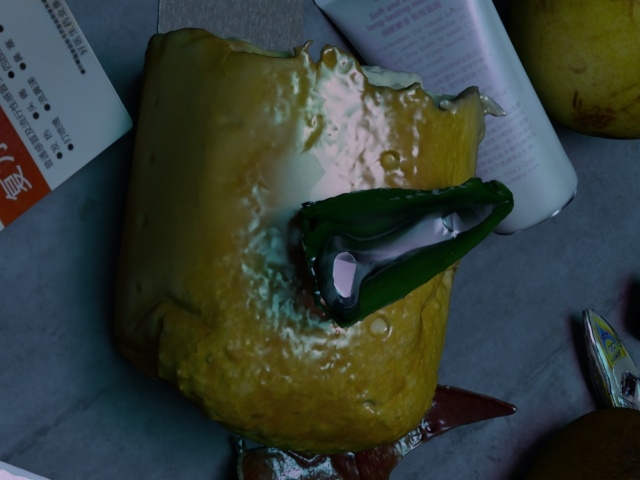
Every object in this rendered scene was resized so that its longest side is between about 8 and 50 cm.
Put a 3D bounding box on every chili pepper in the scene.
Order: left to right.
[{"bbox_3d":[0.070,-0.007,1.043,0.216,0.062,0.108,-24,98,-27],"label":"chili pepper"}]

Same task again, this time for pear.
[{"bbox_3d":[0.354,-0.253,1.462,0.280,0.280,0.281,6,80,-34],"label":"pear"}]

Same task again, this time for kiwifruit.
[{"bbox_3d":[0.321,0.303,1.406,0.234,0.196,0.196,-38,104,-28],"label":"kiwifruit"}]

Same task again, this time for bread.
[{"bbox_3d":[0.000,0.000,1.171,0.361,0.250,0.394,11,78,-23],"label":"bread"}]

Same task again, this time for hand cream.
[{"bbox_3d":[0.158,-0.170,1.394,0.359,0.185,0.118,56,30,-19],"label":"hand cream"}]

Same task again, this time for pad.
[{"bbox_3d":[-0.091,-0.235,1.314,0.176,0.002,0.266,8,79,-34],"label":"pad"}]

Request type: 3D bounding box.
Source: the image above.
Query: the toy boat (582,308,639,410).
[{"bbox_3d":[0.367,0.175,1.530,0.084,0.066,0.210,-34,101,-34],"label":"toy boat"}]

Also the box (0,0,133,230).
[{"bbox_3d":[-0.329,-0.185,1.061,0.214,0.069,0.353,-43,119,-31],"label":"box"}]

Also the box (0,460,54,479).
[{"bbox_3d":[-0.437,0.281,0.928,0.385,0.122,0.345,28,68,-28],"label":"box"}]

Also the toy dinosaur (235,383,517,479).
[{"bbox_3d":[0.054,0.224,1.280,0.327,0.113,0.207,11,74,-34],"label":"toy dinosaur"}]
